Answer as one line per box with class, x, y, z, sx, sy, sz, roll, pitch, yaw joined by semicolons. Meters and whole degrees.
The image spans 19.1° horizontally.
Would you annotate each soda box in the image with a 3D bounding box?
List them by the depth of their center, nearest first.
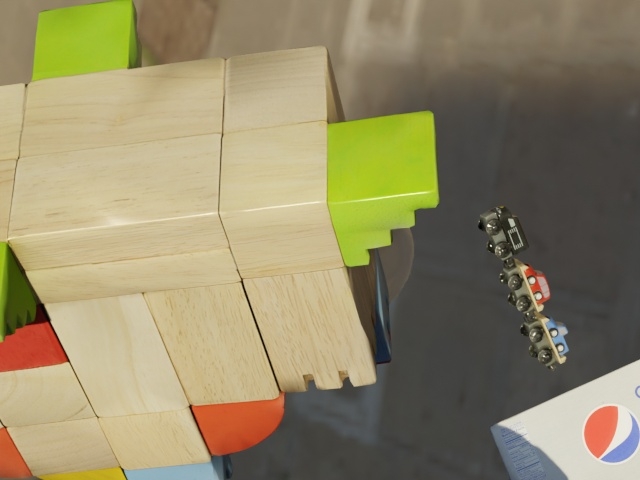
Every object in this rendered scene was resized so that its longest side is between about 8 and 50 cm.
soda box;0.286;0.130;1.500;0.286;0.098;0.091;-27;78;20

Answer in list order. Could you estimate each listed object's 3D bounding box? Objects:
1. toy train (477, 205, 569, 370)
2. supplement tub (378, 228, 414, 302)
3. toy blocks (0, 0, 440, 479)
toy train;0.177;0.040;1.623;0.158;0.036;0.027;66;168;-20
supplement tub;0.000;0.000;1.194;0.107;0.071;0.071;25;105;45
toy blocks;-0.114;0.042;0.963;0.261;0.381;0.190;73;-167;-50
